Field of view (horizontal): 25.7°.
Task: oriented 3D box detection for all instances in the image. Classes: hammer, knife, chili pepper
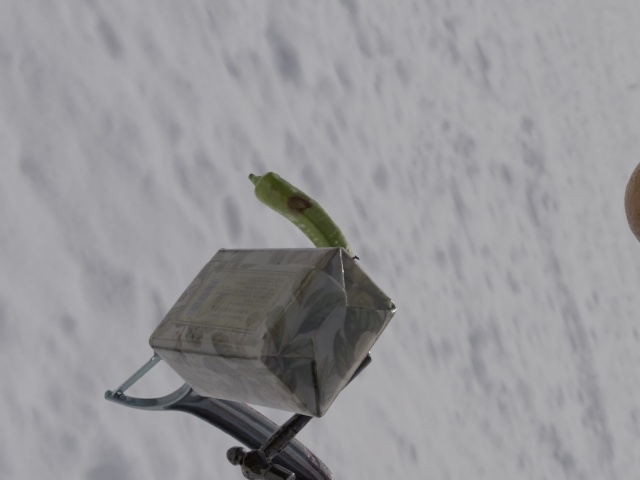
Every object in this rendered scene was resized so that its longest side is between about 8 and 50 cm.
[{"bbox_3d":[-0.005,0.149,1.226,0.178,0.065,0.021,-42,146,-34],"label":"hammer"},{"bbox_3d":[-0.087,0.198,1.531,0.278,0.123,0.053,33,45,-21],"label":"knife"},{"bbox_3d":[0.001,0.000,1.483,0.208,0.049,0.043,50,10,2],"label":"chili pepper"}]

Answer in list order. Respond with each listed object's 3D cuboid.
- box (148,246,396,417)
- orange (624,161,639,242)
[{"bbox_3d":[-0.022,0.035,0.577,0.045,0.098,0.062,48,67,-26],"label":"box"},{"bbox_3d":[0.236,-0.027,0.900,0.085,0.085,0.085,48,32,-43],"label":"orange"}]
